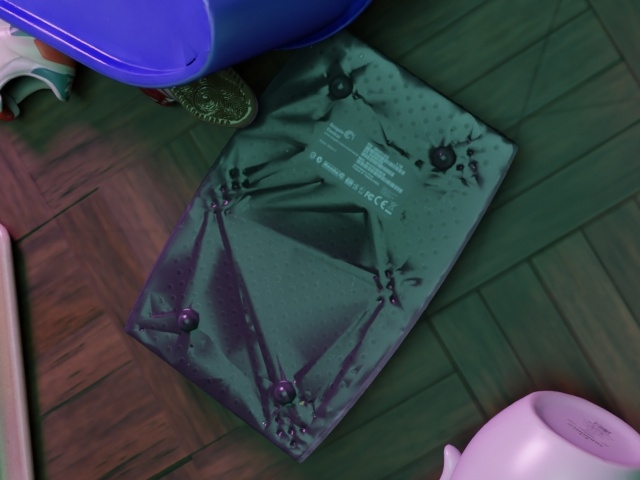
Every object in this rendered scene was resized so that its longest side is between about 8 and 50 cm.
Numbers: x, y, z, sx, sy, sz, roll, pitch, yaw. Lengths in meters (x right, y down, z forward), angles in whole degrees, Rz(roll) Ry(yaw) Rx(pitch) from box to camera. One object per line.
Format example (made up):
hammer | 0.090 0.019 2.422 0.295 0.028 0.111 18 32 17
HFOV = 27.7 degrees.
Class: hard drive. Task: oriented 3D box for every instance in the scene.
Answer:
hard drive | 0.000 0.000 0.869 0.172 0.054 0.255 35 100 10

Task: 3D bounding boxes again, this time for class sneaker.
sneaker | -0.087 -0.105 0.879 0.118 0.067 0.042 29 89 15
sneaker | -0.248 -0.122 0.924 0.161 0.057 0.075 -4 86 11

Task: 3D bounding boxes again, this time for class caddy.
caddy | -0.106 -0.244 0.800 0.341 0.179 0.241 30 131 24

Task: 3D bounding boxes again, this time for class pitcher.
pitcher | 0.106 0.191 0.827 0.177 0.125 0.207 32 111 26

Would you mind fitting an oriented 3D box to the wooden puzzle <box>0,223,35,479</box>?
wooden puzzle | -0.330 0.105 0.914 0.238 0.044 0.221 -6 92 -16
